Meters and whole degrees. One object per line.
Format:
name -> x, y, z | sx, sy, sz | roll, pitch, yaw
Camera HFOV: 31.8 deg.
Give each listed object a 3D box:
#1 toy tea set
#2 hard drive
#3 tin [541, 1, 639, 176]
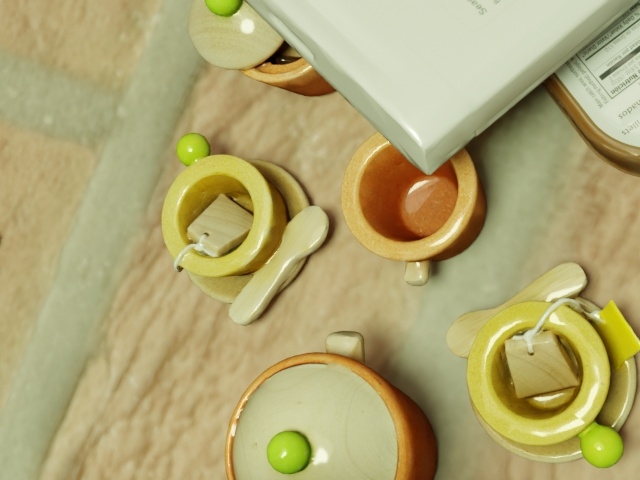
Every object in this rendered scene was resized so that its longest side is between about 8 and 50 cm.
toy tea set -> 0.000, 0.000, 0.572 | 0.200, 0.124, 0.336 | -37, 68, 13
hard drive -> 0.101, -0.199, 0.565 | 0.307, 0.040, 0.203 | -40, 66, -8
tin -> 0.153, -0.118, 0.581 | 0.106, 0.040, 0.190 | -39, 68, 16
